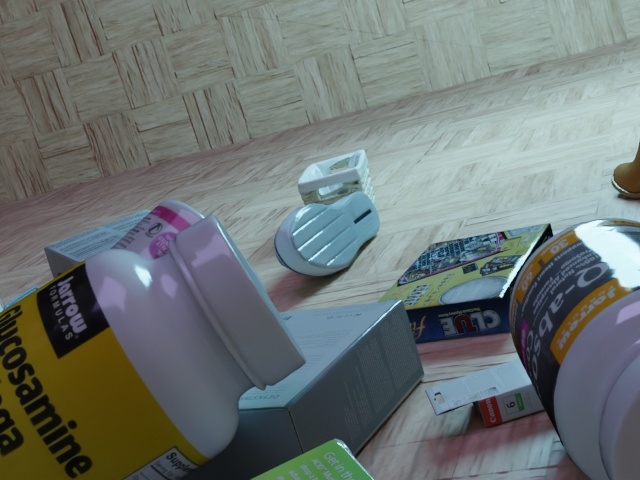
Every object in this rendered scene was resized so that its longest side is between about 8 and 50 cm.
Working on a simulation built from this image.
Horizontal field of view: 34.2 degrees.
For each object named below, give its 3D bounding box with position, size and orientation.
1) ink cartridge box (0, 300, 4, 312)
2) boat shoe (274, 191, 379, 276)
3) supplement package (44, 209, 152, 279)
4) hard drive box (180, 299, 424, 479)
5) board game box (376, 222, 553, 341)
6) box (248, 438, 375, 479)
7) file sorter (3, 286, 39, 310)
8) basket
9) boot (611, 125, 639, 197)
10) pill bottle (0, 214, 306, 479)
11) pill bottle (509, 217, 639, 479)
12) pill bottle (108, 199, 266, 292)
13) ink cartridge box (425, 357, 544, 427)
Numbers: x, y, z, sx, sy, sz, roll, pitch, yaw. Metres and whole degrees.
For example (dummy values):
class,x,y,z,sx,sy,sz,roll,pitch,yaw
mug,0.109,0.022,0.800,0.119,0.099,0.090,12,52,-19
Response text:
class,x,y,z,sx,sy,sz,roll,pitch,yaw
ink cartridge box,-0.705,0.130,1.949,0.191,0.082,0.140,-5,18,47
boat shoe,0.000,0.000,1.577,0.094,0.109,0.302,-28,-2,27
supplement package,-0.223,0.079,1.284,0.149,0.194,0.203,-22,13,-22
hard drive box,-0.034,0.147,0.993,0.181,0.089,0.232,-9,15,33
board game box,0.173,0.050,1.231,0.165,0.042,0.243,-10,15,28
box,-0.070,0.251,0.581,0.322,0.058,0.232,-23,29,-18
file sorter,-0.354,0.113,1.514,0.170,0.104,0.118,-12,15,19
basket,0.034,-0.083,1.822,0.113,0.103,0.167,-15,14,11
boot,0.448,-0.136,1.393,0.073,0.152,0.197,-22,14,-18
pill bottle,-0.188,0.126,0.818,0.334,0.188,0.188,-33,14,-3
pill bottle,0.234,0.088,0.734,0.162,0.162,0.278,-16,13,4
pill bottle,-0.206,0.105,1.090,0.283,0.160,0.160,-45,22,-16
ink cartridge box,0.156,0.137,0.924,0.115,0.029,0.063,-18,14,1
